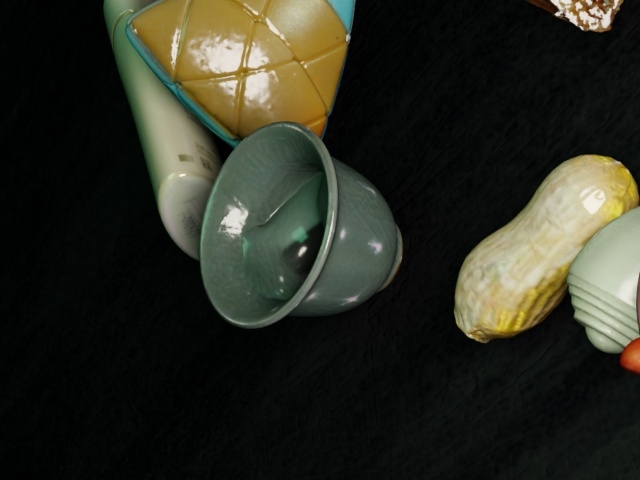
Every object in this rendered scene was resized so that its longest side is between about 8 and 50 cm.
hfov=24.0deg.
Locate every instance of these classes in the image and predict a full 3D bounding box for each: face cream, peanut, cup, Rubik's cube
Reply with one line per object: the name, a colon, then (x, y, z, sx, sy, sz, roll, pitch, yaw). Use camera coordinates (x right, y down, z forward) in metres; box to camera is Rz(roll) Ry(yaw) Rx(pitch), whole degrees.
face cream: (-0.172, -0.148, 1.702, 0.081, 0.173, 0.348, -22, 54, 2)
peanut: (0.186, 0.008, 1.274, 0.207, 0.087, 0.087, -50, 45, 28)
cup: (0.000, 0.000, 1.446, 0.199, 0.150, 0.199, -20, 62, 45)
Rubik's cube: (-0.116, -0.199, 1.605, 0.254, 0.254, 0.254, -20, 63, 45)

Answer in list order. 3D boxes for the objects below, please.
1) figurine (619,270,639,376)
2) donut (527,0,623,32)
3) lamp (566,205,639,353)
figurine: (0.308, 0.036, 1.056, 0.173, 0.173, 0.173, -20, 63, 45)
donut: (0.200, -0.265, 1.338, 0.126, 0.144, 0.186, -57, 11, 11)
lamp: (0.267, 0.003, 1.176, 0.106, 0.106, 0.193, 34, 95, 50)
